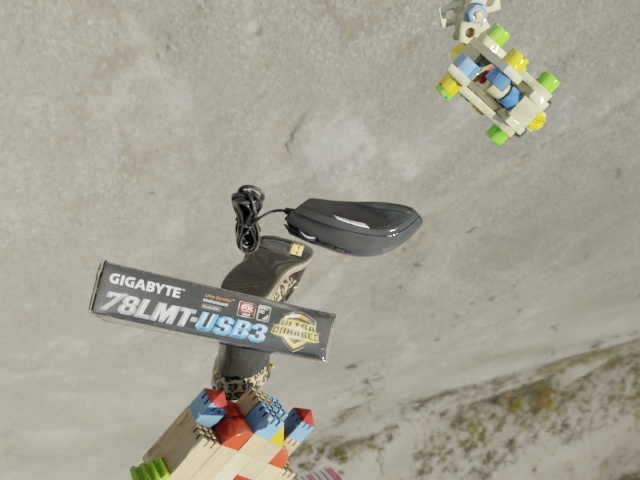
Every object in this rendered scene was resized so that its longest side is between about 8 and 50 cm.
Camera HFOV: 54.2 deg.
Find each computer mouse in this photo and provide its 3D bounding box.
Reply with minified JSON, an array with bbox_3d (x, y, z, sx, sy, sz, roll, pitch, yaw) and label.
[{"bbox_3d":[0.000,0.000,0.872,0.261,0.060,0.184,7,157,-10],"label":"computer mouse"}]

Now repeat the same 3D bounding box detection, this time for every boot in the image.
[{"bbox_3d":[-0.136,0.169,1.450,0.138,0.284,0.377,16,-156,10],"label":"boot"}]

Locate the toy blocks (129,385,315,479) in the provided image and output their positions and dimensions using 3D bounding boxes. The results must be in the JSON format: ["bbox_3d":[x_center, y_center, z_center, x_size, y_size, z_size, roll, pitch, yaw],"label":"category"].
[{"bbox_3d":[-0.168,0.429,1.308,0.261,0.191,0.381,-49,131,3],"label":"toy blocks"}]

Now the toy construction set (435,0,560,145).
[{"bbox_3d":[0.252,-0.269,0.962,0.215,0.328,0.151,32,127,-23],"label":"toy construction set"}]

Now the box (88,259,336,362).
[{"bbox_3d":[-0.160,0.107,0.878,0.295,0.074,0.293,13,167,-13],"label":"box"}]

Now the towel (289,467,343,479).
[{"bbox_3d":[0.003,0.430,1.027,0.144,0.029,0.197,23,-172,37],"label":"towel"}]
